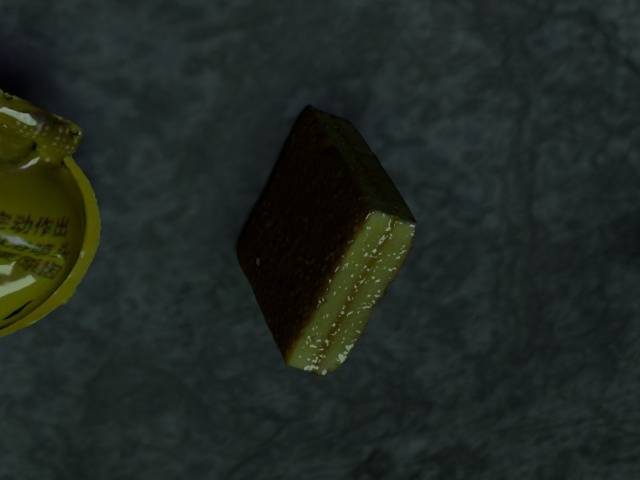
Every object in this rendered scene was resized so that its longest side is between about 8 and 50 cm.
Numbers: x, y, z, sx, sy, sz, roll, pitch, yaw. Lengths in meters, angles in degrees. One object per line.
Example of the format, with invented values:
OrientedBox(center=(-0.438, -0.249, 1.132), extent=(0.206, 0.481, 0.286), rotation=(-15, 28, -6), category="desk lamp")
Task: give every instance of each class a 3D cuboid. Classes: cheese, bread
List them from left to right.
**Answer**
OrientedBox(center=(-0.194, 0.019, 0.752), extent=(0.156, 0.064, 0.250), rotation=(24, 124, -30), category="cheese")
OrientedBox(center=(0.000, 0.000, 0.783), extent=(0.035, 0.094, 0.090), rotation=(14, 117, -28), category="bread")
